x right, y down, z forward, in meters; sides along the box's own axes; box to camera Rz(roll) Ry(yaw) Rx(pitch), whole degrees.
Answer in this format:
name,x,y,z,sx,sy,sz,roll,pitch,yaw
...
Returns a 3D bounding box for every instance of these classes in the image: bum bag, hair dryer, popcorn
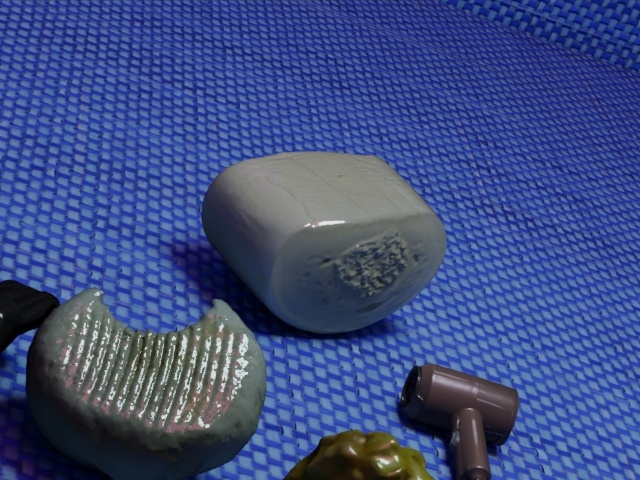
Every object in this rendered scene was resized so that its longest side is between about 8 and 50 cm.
name,x,y,z,sx,sy,sz,roll,pitch,yaw
bum bag,-0.329,0.088,1.622,0.142,0.080,0.326,-13,11,17
hair dryer,0.147,0.200,1.905,0.117,0.064,0.182,17,29,-12
popcorn,0.046,0.248,1.539,0.155,0.198,0.197,-3,34,-33

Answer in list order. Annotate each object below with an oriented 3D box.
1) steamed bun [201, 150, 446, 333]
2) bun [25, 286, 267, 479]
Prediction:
name,x,y,z,sx,sy,sz,roll,pitch,yaw
steamed bun,0.000,0.000,2.075,0.250,0.155,0.200,-3,31,-35
bun,-0.154,0.134,1.668,0.212,0.126,0.204,28,49,13
